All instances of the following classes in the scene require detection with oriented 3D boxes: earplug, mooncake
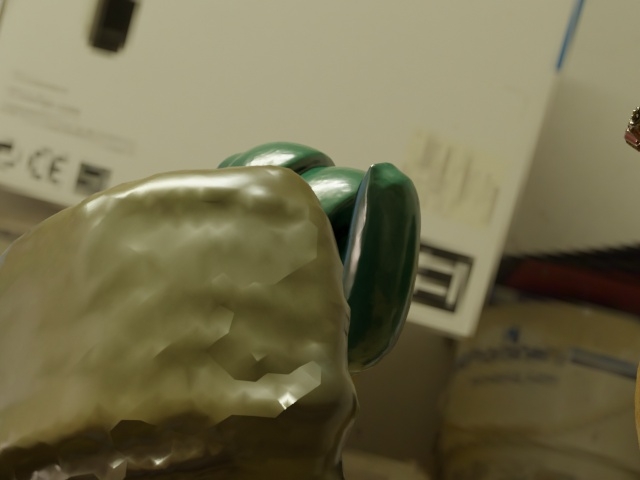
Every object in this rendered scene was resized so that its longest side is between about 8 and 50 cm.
[{"bbox_3d":[-0.006,0.003,1.490,0.280,0.164,0.257,37,-2,32],"label":"earplug"},{"bbox_3d":[-0.075,0.170,1.232,0.394,0.393,0.246,31,36,-34],"label":"mooncake"}]

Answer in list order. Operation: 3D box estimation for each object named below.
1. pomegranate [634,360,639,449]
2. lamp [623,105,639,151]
[{"bbox_3d":[0.410,0.140,1.356,0.338,0.338,0.338,14,4,-1],"label":"pomegranate"},{"bbox_3d":[0.310,-0.081,1.636,0.083,0.031,0.063,48,-7,14],"label":"lamp"}]
